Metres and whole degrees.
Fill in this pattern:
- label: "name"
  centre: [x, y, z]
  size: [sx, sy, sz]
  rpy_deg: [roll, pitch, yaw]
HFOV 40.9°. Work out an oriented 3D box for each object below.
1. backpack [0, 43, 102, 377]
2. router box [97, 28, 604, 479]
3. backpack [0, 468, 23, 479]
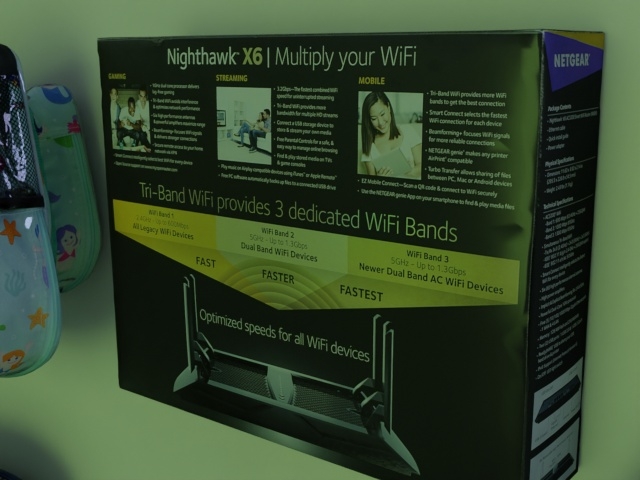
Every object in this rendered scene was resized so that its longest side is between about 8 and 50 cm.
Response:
- label: "backpack"
  centre: [-0.290, -0.008, 0.668]
  size: [0.225, 0.191, 0.254]
  rpy_deg: [-12, 85, 42]
- label: "router box"
  centre: [0.000, 0.000, 0.513]
  size: [0.308, 0.081, 0.243]
  rpy_deg: [10, 106, 36]
- label: "backpack"
  centre: [-0.350, 0.317, 0.780]
  size: [0.276, 0.213, 0.264]
  rpy_deg: [8, 113, 30]
